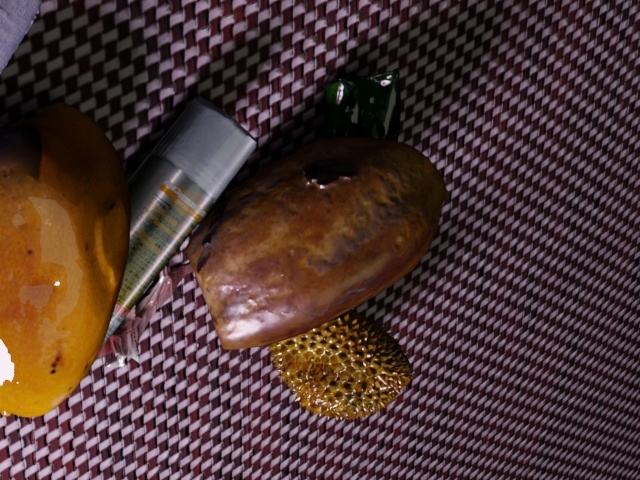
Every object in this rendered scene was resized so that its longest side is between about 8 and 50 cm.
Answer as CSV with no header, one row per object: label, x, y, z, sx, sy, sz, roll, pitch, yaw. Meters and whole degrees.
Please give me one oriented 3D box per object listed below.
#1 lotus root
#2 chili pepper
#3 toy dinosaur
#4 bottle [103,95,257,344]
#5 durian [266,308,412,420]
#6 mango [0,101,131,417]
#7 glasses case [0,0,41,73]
lotus root,-0.005,-0.008,1.891,0.291,0.193,0.193,-29,142,-9
chili pepper,0.048,-0.102,1.974,0.098,0.061,0.224,-24,143,-16
toy dinosaur,-0.194,0.078,1.859,0.220,0.032,0.108,-40,142,-41
bottle,-0.175,-0.007,1.756,0.286,0.082,0.082,-52,147,-3
durian,0.023,0.139,2.087,0.158,0.168,0.137,37,72,-75
mango,-0.267,0.024,1.606,0.201,0.153,0.287,-1,114,-14
glasses case,-0.325,-0.130,1.468,0.282,0.067,0.109,-53,145,2
